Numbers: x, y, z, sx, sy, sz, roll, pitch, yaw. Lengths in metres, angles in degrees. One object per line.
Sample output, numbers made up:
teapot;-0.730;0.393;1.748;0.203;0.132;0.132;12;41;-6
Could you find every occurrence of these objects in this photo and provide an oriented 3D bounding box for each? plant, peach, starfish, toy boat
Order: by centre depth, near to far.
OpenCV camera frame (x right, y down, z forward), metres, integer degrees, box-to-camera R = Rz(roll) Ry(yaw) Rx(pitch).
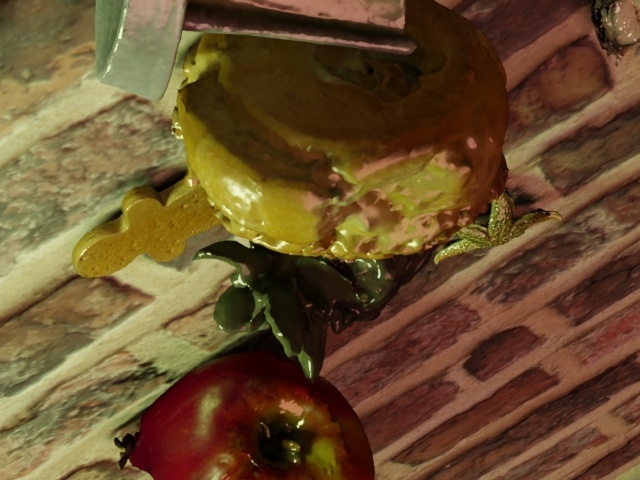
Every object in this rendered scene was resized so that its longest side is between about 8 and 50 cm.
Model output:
toy boat;-0.072;-0.270;1.441;0.293;0.111;0.276;-16;121;-17
plant;0.000;0.000;1.820;0.312;0.215;0.213;-49;172;-15
starfish;0.227;-0.014;2.273;0.176;0.053;0.208;-33;148;34
peach;-0.097;0.352;2.294;0.353;0.339;0.416;-10;153;-28

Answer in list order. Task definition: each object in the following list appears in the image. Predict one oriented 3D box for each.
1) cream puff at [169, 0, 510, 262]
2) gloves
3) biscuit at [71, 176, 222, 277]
cream puff;0.020;-0.103;1.614;0.343;0.327;0.231;-51;160;-35
gloves;0.362;-0.277;1.903;0.114;0.070;0.153;-20;152;0
biscuit;-0.179;-0.029;1.889;0.240;0.035;0.158;-26;150;-3
